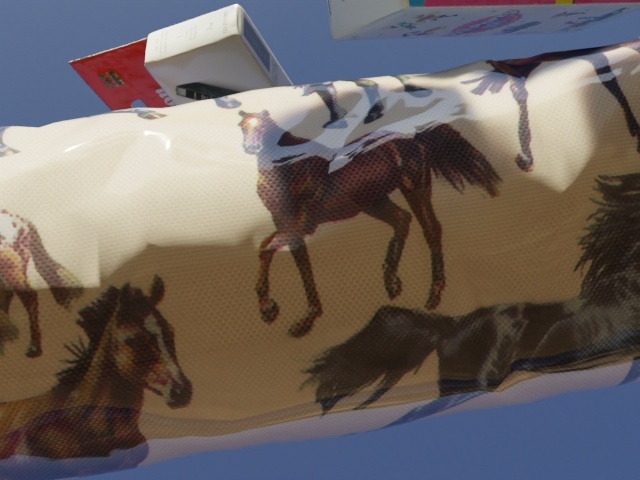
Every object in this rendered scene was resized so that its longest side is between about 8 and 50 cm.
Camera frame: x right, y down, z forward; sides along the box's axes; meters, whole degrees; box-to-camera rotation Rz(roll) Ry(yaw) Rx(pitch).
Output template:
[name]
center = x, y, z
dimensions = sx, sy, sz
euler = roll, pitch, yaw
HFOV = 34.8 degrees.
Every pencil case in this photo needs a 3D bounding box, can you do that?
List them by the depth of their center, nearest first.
[pencil case]
center = 0.000, 0.000, 0.457
dimensions = 0.411, 0.183, 0.159
euler = -9, -60, -7

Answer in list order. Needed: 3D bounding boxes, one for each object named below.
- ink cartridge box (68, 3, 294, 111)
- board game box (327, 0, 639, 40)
[ink cartridge box]
center = -0.148, -0.157, 1.299
dimensions = 0.239, 0.275, 0.060
euler = -15, -126, 18
[board game box]
center = 0.134, -0.289, 0.846
dimensions = 0.303, 0.098, 0.223
euler = -11, -88, -36
